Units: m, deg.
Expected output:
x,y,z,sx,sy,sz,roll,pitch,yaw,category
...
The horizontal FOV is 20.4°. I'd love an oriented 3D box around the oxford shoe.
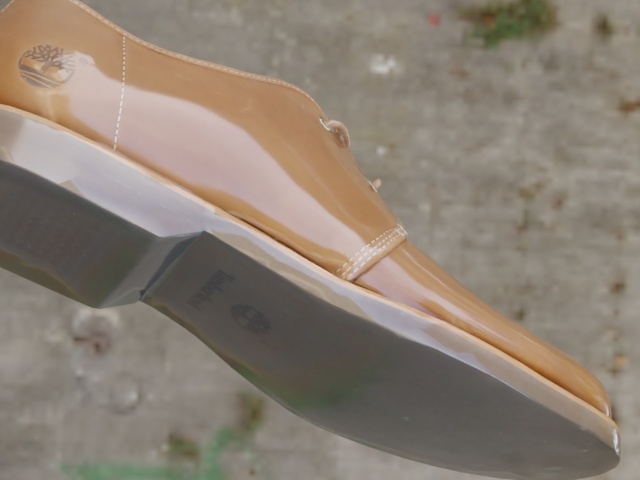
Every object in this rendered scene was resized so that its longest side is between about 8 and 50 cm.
x,y,z,sx,sy,sz,roll,pitch,yaw,category
0.000,0.000,0.474,0.076,0.212,0.076,-31,-146,52,oxford shoe
